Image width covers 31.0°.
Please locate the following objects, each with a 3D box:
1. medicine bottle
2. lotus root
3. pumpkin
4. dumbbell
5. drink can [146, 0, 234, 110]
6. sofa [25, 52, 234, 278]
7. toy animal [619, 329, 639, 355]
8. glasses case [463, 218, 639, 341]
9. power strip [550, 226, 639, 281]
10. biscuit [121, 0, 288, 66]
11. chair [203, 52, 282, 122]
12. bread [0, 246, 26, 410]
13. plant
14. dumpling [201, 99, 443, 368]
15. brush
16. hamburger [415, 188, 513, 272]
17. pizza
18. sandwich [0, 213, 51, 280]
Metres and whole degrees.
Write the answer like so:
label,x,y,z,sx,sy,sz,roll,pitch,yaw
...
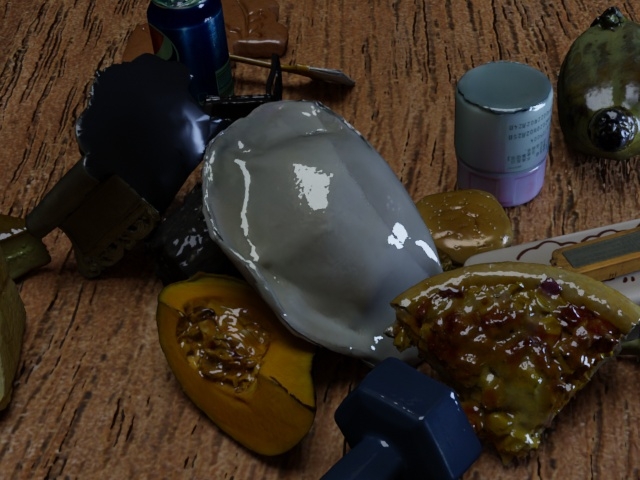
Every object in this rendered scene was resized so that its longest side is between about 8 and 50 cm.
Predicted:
label,x,y,z,sx,sy,sz,roll,pitch,yaw
medicine bottle,0.249,-0.145,1.589,0.135,0.169,0.135,-2,39,2
lotus root,0.420,-0.210,1.668,0.173,0.173,0.309,6,40,12
pumpkin,-0.063,0.144,1.340,0.278,0.111,0.163,32,32,34
dumbbell,0.015,0.262,1.142,0.160,0.144,0.325,24,48,32
drink can,-0.199,-0.295,1.781,0.118,0.205,0.118,-3,39,2
sofa,-0.270,-0.109,1.525,0.182,0.200,0.258,42,45,-11
toy animal,0.412,0.108,1.338,0.137,0.098,0.098,2,35,43
glasses case,0.350,0.054,1.412,0.336,0.076,0.144,-13,41,-10
power strip,0.356,0.016,1.374,0.178,0.028,0.049,-15,40,-12
biscuit,-0.207,-0.359,1.983,0.306,0.043,0.284,-29,46,-27
chair,-0.112,-0.182,1.718,0.113,0.106,0.229,-3,38,-1
bread,-0.494,0.089,1.321,0.263,0.236,0.198,-8,40,-4
plant,-0.118,-0.011,1.484,0.203,0.143,0.131,-29,30,-21
dumpling,0.001,0.003,1.372,0.260,0.341,0.181,-28,15,-38
brush,-0.083,-0.282,1.850,0.272,0.013,0.103,13,1,14
hamburger,0.178,-0.004,1.496,0.138,0.083,0.147,-11,37,-1
pizza,0.212,0.131,1.267,0.289,0.081,0.229,5,76,3
sandwich,-0.481,0.028,1.508,0.244,0.090,0.088,-24,46,-22
